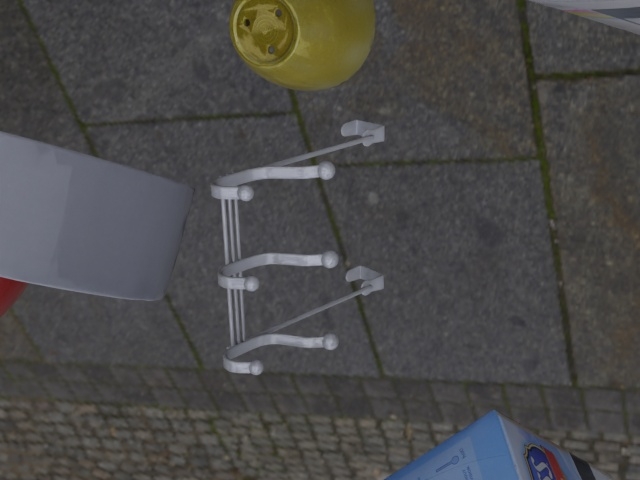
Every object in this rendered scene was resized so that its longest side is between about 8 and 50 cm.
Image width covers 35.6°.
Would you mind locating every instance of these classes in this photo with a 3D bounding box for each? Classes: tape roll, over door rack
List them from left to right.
[{"bbox_3d":[-0.188,-0.025,0.588,0.219,0.072,0.219,14,180,0],"label":"tape roll"},{"bbox_3d":[0.000,0.000,1.233,0.108,0.324,0.240,13,115,32],"label":"over door rack"}]

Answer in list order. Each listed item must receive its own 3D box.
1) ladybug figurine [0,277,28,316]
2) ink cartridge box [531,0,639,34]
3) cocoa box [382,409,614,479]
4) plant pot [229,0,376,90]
[{"bbox_3d":[-0.452,-0.021,1.217,0.449,0.161,0.305,2,101,57],"label":"ladybug figurine"},{"bbox_3d":[0.207,-0.229,0.562,0.119,0.353,0.207,7,96,40],"label":"ink cartridge box"},{"bbox_3d":[0.185,0.383,0.929,0.231,0.347,0.228,-38,130,24],"label":"cocoa box"},{"bbox_3d":[-0.030,-0.195,0.897,0.134,0.095,0.134,8,110,24],"label":"plant pot"}]
